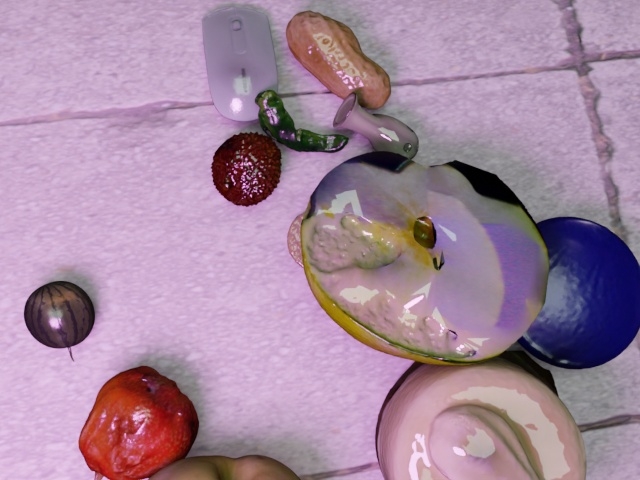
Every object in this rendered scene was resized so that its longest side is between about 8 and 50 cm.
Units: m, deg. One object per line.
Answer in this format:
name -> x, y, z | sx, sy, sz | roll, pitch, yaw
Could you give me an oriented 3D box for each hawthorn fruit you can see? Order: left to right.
hawthorn fruit -> -0.280, 0.282, 1.137 | 0.179, 0.173, 0.173 | -17, 82, -11

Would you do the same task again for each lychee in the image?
lychee -> -0.121, -0.124, 1.255 | 0.129, 0.123, 0.123 | -38, 86, -21

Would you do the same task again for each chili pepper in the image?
chili pepper -> -0.040, -0.192, 1.288 | 0.182, 0.050, 0.073 | 27, 105, -27

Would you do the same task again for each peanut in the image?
peanut -> 0.035, -0.322, 1.322 | 0.226, 0.095, 0.108 | 44, 73, 1

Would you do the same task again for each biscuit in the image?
biscuit -> 0.000, 0.000, 1.296 | 0.120, 0.015, 0.120 | 1, 79, -6

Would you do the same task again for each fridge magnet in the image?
fridge magnet -> 0.431, 0.090, 1.283 | 0.265, 0.112, 0.265 | 1, 79, -6

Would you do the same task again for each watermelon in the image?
watermelon -> -0.410, 0.130, 1.178 | 0.105, 0.105, 0.133 | -19, 95, -10

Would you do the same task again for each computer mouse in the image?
computer mouse -> -0.141, -0.317, 1.312 | 0.128, 0.079, 0.231 | -8, 77, -11

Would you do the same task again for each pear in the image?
pear -> 0.149, 0.048, 1.208 | 0.399, 0.165, 0.398 | 6, 57, -10

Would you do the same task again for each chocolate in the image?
chocolate -> 0.260, 0.330, 1.128 | 0.326, 0.297, 0.314 | 1, 84, -8

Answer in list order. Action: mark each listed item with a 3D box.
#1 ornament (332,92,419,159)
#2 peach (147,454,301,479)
ornament -> 0.104, -0.193, 1.304 | 0.156, 0.075, 0.081 | 27, 38, -21
peach -> -0.147, 0.448, 1.074 | 0.292, 0.292, 0.247 | -29, 42, -11
